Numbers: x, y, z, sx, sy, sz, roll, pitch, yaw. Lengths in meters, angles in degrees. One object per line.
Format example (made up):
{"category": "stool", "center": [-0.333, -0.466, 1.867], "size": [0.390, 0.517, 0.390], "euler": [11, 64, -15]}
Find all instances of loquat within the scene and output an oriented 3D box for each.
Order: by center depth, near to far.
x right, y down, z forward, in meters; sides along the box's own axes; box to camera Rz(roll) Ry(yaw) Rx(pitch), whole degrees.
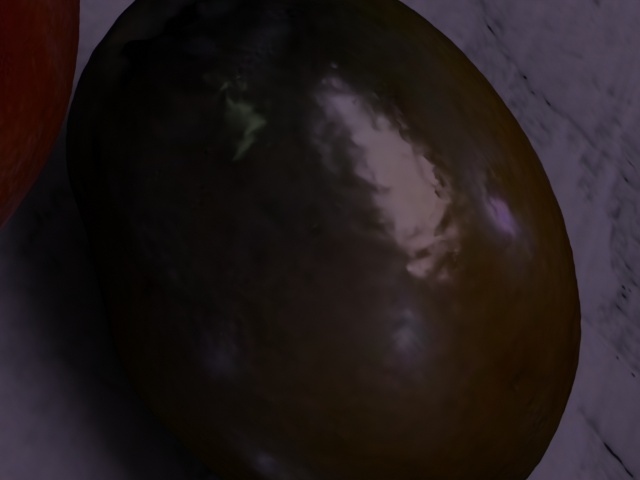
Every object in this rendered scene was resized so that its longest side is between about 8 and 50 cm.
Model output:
{"category": "loquat", "center": [0.000, 0.000, 0.741], "size": [0.179, 0.179, 0.227], "euler": [-32, 96, -53]}

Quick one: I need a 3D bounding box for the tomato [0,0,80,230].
{"category": "tomato", "center": [-0.170, -0.083, 0.581], "size": [0.232, 0.189, 0.232], "euler": [31, 45, -37]}
